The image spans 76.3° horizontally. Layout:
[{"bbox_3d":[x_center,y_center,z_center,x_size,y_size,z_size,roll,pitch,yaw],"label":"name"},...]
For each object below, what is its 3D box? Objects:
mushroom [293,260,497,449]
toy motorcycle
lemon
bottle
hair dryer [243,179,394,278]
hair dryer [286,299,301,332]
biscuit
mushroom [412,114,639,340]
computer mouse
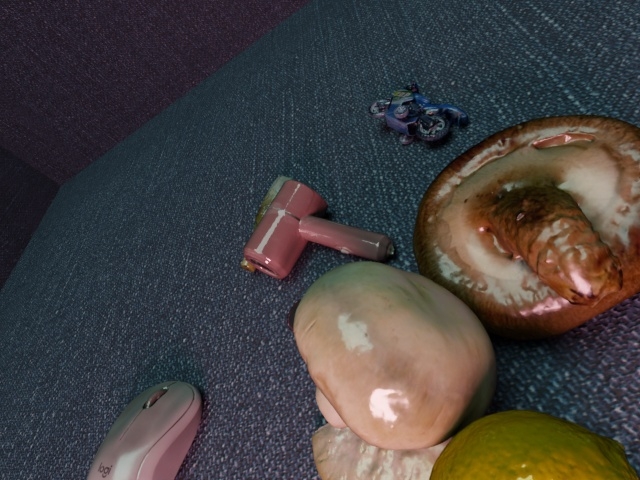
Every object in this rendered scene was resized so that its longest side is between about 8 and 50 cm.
[{"bbox_3d":[0.077,0.158,0.520,0.234,0.260,0.254,-59,-8,23],"label":"mushroom"},{"bbox_3d":[0.230,-0.312,0.981,0.135,0.092,0.254,-40,48,-9],"label":"toy motorcycle"},{"bbox_3d":[0.196,0.251,0.375,0.203,0.178,0.178,-43,40,3],"label":"lemon"},{"bbox_3d":[-0.134,-0.044,1.060,0.083,0.083,0.270,6,63,43],"label":"bottle"},{"bbox_3d":[0.000,0.000,0.896,0.352,0.125,0.211,16,68,39],"label":"hair dryer"},{"bbox_3d":[0.039,0.202,0.684,0.070,0.114,0.248,-44,43,2],"label":"hair dryer"},{"bbox_3d":[0.095,0.305,0.603,0.265,0.040,0.188,-16,49,31],"label":"biscuit"},{"bbox_3d":[0.301,-0.022,0.593,0.344,0.239,0.345,-10,42,9],"label":"mushroom"},{"bbox_3d":[-0.362,0.415,0.811,0.184,0.121,0.297,-2,52,32],"label":"computer mouse"}]
